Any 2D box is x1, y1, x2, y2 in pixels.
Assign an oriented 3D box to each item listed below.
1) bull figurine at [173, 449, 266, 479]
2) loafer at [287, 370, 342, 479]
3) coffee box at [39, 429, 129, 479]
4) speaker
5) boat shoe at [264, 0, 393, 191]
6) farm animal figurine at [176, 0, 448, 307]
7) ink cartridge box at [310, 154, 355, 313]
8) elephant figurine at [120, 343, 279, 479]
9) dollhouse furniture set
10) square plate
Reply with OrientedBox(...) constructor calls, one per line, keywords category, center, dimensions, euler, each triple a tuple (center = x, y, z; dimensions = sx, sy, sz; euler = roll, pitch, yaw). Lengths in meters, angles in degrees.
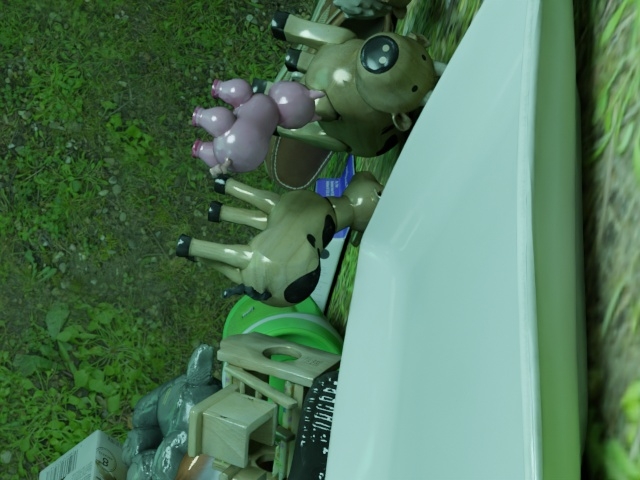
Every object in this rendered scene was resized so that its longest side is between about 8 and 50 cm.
OrientedBox(category="bull figurine", center=(-0.114, 0.320, 0.939), dimensions=(0.188, 0.101, 0.310), euler=(-55, -25, -45))
OrientedBox(category="loafer", center=(0.007, 0.208, 0.661), dimensions=(0.078, 0.080, 0.220), euler=(72, -147, -55))
OrientedBox(category="coffee box", center=(-0.245, 0.395, 1.044), dimensions=(0.119, 0.168, 0.297), euler=(-37, 32, 17))
OrientedBox(category="speaker", center=(-0.043, 0.122, 0.961), dimensions=(0.296, 0.131, 0.131), euler=(-150, 74, -83))
OrientedBox(category="boat shoe", center=(0.005, -0.200, 1.192), dimensions=(0.116, 0.123, 0.324), euler=(-103, 31, -59))
OrientedBox(category="farm animal figurine", center=(0.022, -0.116, 0.786), dimensions=(0.327, 0.172, 0.330), euler=(-40, -34, -77))
OrientedBox(category="ink cartridge box", center=(0.000, 0.000, 1.200), dimensions=(0.206, 0.045, 0.208), euler=(-90, 16, -65))
OrientedBox(category="elephant figurine", center=(-0.112, 0.266, 1.125), dimensions=(0.186, 0.239, 0.169), euler=(-28, 45, 43))
OrientedBox(category="dollhouse furniture set", center=(-0.068, 0.189, 0.725), dimensions=(0.161, 0.101, 0.182), euler=(-23, -59, -59))
OrientedBox(category="square plate", center=(0.066, 0.060, 0.510), dimensions=(0.347, 0.049, 0.344), euler=(114, 167, -57))
